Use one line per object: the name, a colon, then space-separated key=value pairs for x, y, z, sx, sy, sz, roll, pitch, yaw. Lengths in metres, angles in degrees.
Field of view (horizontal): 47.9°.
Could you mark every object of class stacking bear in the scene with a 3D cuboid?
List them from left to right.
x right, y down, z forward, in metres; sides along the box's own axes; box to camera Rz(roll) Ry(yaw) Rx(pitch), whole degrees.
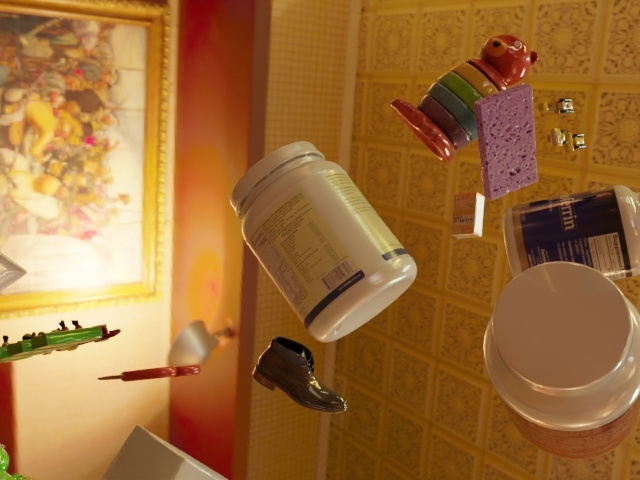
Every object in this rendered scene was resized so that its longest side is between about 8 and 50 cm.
stacking bear: x=0.322 y=-0.316 z=1.526 sx=0.289 sy=0.164 sz=0.175 roll=-44 pitch=-130 yaw=7

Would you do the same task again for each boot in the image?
boot: x=-0.031 y=0.289 z=1.548 sx=0.219 sy=0.082 sz=0.106 roll=22 pitch=-68 yaw=2

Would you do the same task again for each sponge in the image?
sponge: x=0.372 y=-0.195 z=1.435 sx=0.031 sy=0.117 sz=0.210 roll=-132 pitch=-156 yaw=-57

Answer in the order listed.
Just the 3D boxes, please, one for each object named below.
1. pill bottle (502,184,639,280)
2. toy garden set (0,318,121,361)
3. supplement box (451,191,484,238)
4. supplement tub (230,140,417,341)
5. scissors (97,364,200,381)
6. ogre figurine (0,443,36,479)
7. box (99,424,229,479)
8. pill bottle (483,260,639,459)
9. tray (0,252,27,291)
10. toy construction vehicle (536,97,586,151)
pill bottle: x=0.445 y=-0.006 z=1.183 sx=0.264 sy=0.153 sz=0.153 roll=-12 pitch=-97 yaw=20
toy garden set: x=-0.473 y=0.171 z=1.279 sx=0.244 sy=0.203 sz=0.049 roll=-17 pitch=-99 yaw=33
supplement box: x=0.335 y=-0.056 z=1.639 sx=0.062 sy=0.036 sz=0.099 roll=-6 pitch=-108 yaw=43
supplement tub: x=0.000 y=0.000 z=1.351 sx=0.325 sy=0.235 sz=0.235 roll=54 pitch=-45 yaw=16
scissors: x=-0.309 y=0.213 z=1.138 sx=0.297 sy=0.109 sz=0.021 roll=-11 pitch=-99 yaw=39
ogre figurine: x=-0.400 y=0.336 z=0.896 sx=0.118 sy=0.096 sz=0.197 roll=111 pitch=-18 yaw=-49
box: x=-0.280 y=0.510 z=1.137 sx=0.168 sy=0.215 sz=0.345 roll=12 pitch=-118 yaw=48
pill bottle: x=0.197 y=0.099 z=0.576 sx=0.121 sy=0.216 sz=0.121 roll=-9 pitch=-117 yaw=17
tray: x=-0.700 y=0.062 z=1.433 sx=0.030 sy=0.145 sz=0.270 roll=49 pitch=-11 yaw=14
toy construction vehicle: x=0.386 y=-0.184 z=1.163 sx=0.035 sy=0.098 sz=0.086 roll=-8 pitch=-87 yaw=47
